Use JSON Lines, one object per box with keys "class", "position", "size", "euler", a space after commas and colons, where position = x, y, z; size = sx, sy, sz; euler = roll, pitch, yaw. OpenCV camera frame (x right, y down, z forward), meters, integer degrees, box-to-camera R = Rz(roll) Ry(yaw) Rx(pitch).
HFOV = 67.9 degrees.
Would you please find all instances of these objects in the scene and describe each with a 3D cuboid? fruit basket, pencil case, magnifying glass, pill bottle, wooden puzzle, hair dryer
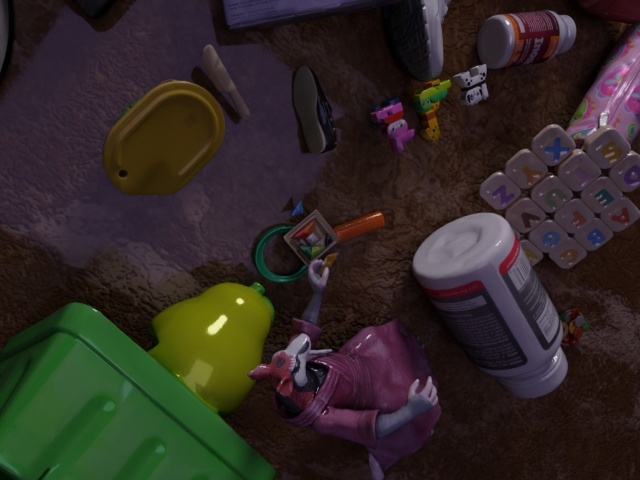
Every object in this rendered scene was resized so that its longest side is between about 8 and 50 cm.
{"class": "fruit basket", "position": [-0.225, 0.214, 0.660], "size": [0.392, 0.283, 0.392], "euler": [29, 50, -40]}
{"class": "pencil case", "position": [0.554, -0.257, 0.884], "size": [0.124, 0.124, 0.284], "euler": [34, 87, -22]}
{"class": "magnifying glass", "position": [0.000, 0.000, 0.788], "size": [0.231, 0.026, 0.092], "euler": [-20, 105, -13]}
{"class": "pill bottle", "position": [0.310, 0.124, 0.837], "size": [0.176, 0.176, 0.318], "euler": [-39, 110, -9]}
{"class": "wooden puzzle", "position": [-0.012, -0.002, 0.762], "size": [0.116, 0.014, 0.078], "euler": [44, 84, -20]}
{"class": "hair dryer", "position": [0.539, -0.507, 0.849], "size": [0.223, 0.080, 0.293], "euler": [-42, 108, -8]}
{"class": "pill bottle", "position": [0.355, -0.346, 0.815], "size": [0.152, 0.086, 0.086], "euler": [-14, 104, -17]}

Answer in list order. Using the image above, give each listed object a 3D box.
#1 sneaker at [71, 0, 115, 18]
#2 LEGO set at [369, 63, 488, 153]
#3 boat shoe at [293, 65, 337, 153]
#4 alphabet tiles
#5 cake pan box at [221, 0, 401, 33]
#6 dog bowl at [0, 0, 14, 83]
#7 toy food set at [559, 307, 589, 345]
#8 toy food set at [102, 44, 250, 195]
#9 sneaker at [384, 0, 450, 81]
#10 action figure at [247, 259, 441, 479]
{"class": "sneaker", "position": [-0.262, -0.405, 0.583], "size": [0.130, 0.087, 0.227], "euler": [40, 91, -28]}
{"class": "LEGO set", "position": [0.171, -0.201, 0.780], "size": [0.227, 0.087, 0.093], "euler": [-28, 111, -19]}
{"class": "boat shoe", "position": [-0.008, -0.202, 0.737], "size": [0.042, 0.049, 0.133], "euler": [-22, 101, -44]}
{"class": "alphabet tiles", "position": [0.436, -0.066, 0.860], "size": [0.278, 0.021, 0.284], "euler": [36, 115, -22]}
{"class": "cake pan box", "position": [-0.020, -0.431, 0.636], "size": [0.266, 0.070, 0.246], "euler": [-11, 106, 2]}
{"class": "dog bowl", "position": [-0.557, -0.273, 0.469], "size": [0.408, 0.150, 0.408], "euler": [-4, 101, -20]}
{"class": "toy food set", "position": [0.532, 0.185, 1.011], "size": [0.083, 0.020, 0.083], "euler": [36, 87, -21]}
{"class": "toy food set", "position": [-0.209, -0.159, 0.665], "size": [0.218, 0.071, 0.128], "euler": [-45, 135, -5]}
{"class": "sneaker", "position": [0.166, -0.400, 0.730], "size": [0.129, 0.111, 0.297], "euler": [-14, 105, -22]}
{"class": "action figure", "position": [0.024, 0.214, 0.722], "size": [0.370, 0.248, 0.276], "euler": [17, 120, -45]}
